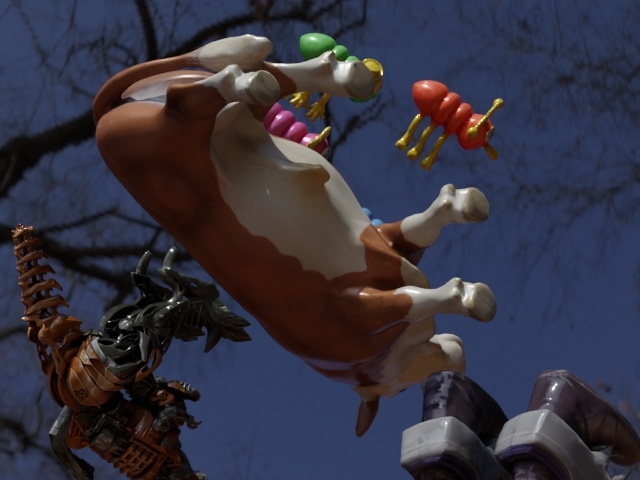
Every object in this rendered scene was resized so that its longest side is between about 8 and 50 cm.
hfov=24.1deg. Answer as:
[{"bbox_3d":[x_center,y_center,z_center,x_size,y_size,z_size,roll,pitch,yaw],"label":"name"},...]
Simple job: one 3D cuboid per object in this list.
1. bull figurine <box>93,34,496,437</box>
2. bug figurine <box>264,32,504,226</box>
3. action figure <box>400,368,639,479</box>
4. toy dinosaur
[{"bbox_3d":[0.000,0.000,0.912,0.310,0.101,0.188,40,-40,-21],"label":"bull figurine"},{"bbox_3d":[0.041,-0.089,1.360,0.216,0.279,0.072,34,-42,3],"label":"bug figurine"},{"bbox_3d":[0.072,0.186,0.752,0.185,0.285,0.099,-17,-60,39],"label":"action figure"},{"bbox_3d":[-0.199,0.124,1.516,0.164,0.218,0.322,22,-36,45],"label":"toy dinosaur"}]
